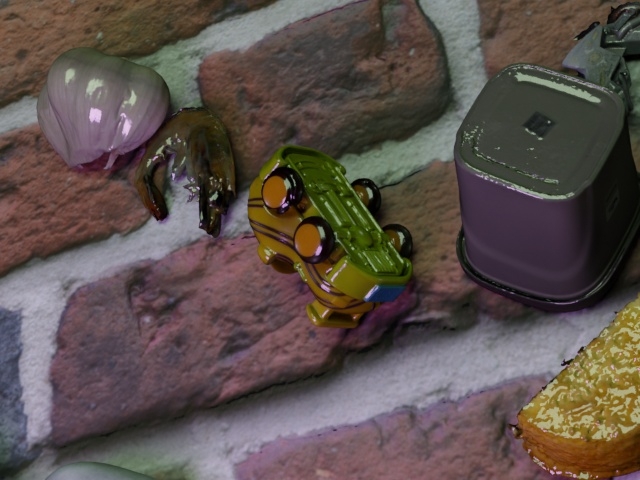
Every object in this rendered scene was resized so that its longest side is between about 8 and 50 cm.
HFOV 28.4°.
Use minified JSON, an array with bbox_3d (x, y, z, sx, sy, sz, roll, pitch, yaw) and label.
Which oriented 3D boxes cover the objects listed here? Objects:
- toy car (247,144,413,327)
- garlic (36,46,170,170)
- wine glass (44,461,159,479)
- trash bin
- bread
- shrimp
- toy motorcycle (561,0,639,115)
[{"bbox_3d":[0.000,0.000,1.643,0.142,0.200,0.248,-47,58,25],"label":"toy car"},{"bbox_3d":[-0.347,-0.215,1.929,0.229,0.143,0.178,1,59,26],"label":"garlic"},{"bbox_3d":[-0.335,0.329,1.585,0.321,0.143,0.143,7,62,26],"label":"wine glass"},{"bbox_3d":[0.270,-0.069,1.523,0.219,0.250,0.220,21,69,25],"label":"trash bin"},{"bbox_3d":[0.333,0.177,1.405,0.229,0.143,0.139,-44,53,-5],"label":"bread"},{"bbox_3d":[-0.204,-0.097,1.859,0.173,0.058,0.253,-21,50,18],"label":"shrimp"},{"bbox_3d":[0.392,-0.237,1.687,0.122,0.080,0.215,31,71,34],"label":"toy motorcycle"}]
